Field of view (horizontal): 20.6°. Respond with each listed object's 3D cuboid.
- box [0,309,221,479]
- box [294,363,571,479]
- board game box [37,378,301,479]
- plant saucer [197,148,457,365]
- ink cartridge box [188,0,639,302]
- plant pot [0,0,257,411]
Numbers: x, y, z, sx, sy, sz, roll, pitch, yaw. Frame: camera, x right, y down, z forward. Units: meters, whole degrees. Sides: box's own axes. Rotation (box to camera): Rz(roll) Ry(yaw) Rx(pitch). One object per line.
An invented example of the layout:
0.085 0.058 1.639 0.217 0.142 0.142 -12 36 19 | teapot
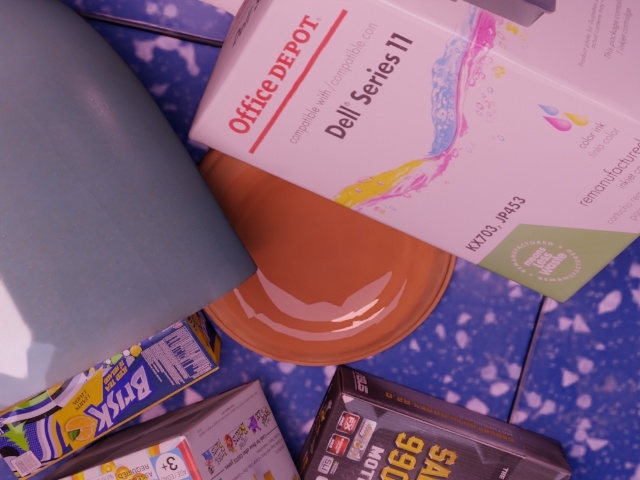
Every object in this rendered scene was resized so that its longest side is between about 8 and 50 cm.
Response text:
-0.155 0.101 1.254 0.169 0.059 0.054 -29 107 8 | box
0.055 0.228 1.311 0.183 0.056 0.231 21 108 -9 | box
-0.072 0.260 1.219 0.142 0.144 0.275 -22 93 22 | board game box
0.000 0.000 1.238 0.200 0.037 0.200 -1 109 -3 | plant saucer
0.054 -0.113 1.107 0.353 0.119 0.207 23 146 -10 | ink cartridge box
-0.219 -0.025 1.100 0.293 0.293 0.235 -24 94 6 | plant pot
